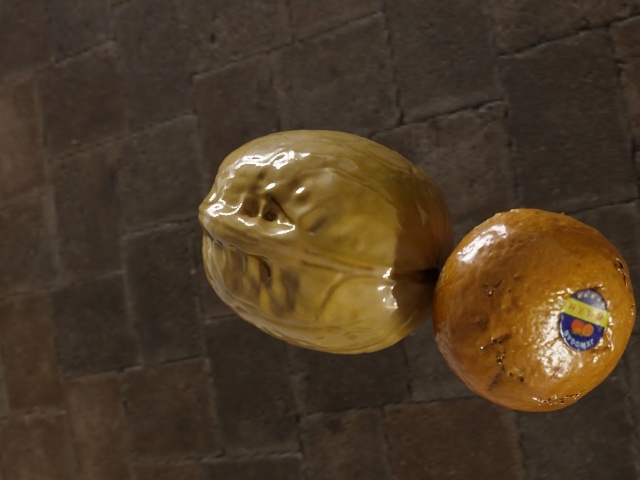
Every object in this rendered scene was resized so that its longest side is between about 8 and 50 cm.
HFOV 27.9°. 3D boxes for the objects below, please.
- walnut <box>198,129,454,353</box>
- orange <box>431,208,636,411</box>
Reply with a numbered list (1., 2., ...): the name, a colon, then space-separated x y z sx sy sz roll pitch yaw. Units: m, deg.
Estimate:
1. walnut: 0.000 0.000 0.935 0.206 0.159 0.159 19 106 33
2. orange: 0.137 0.045 0.856 0.117 0.135 0.136 10 101 54
